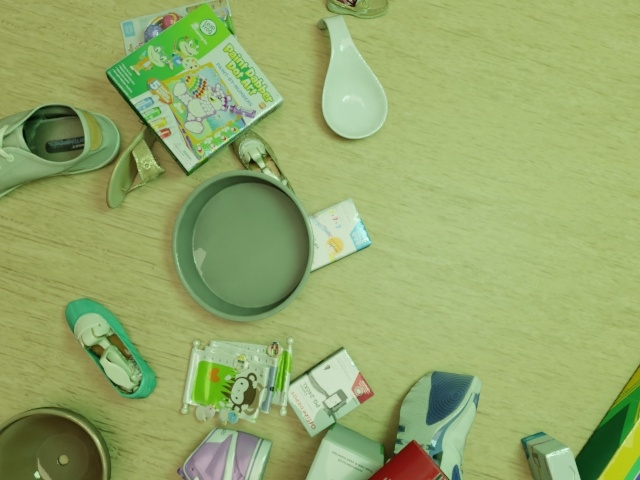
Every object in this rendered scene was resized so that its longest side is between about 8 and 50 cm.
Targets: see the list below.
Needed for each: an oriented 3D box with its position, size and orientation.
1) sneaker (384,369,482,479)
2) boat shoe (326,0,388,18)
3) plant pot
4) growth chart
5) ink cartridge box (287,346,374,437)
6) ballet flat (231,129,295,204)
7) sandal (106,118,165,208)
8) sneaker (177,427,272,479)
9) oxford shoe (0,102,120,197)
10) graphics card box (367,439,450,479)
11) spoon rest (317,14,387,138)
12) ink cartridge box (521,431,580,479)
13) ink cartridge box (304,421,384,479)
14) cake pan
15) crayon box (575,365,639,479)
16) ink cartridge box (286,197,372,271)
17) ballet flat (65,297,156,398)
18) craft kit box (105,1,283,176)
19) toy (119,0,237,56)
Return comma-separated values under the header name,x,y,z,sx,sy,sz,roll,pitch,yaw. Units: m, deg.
name,x,y,z,sx,sy,sz,roll,pitch,yaw
sneaker,0.223,0.421,1.077,0.182,0.127,0.315,54,54,-33
boat shoe,0.081,-0.510,1.201,0.135,0.045,0.050,0,84,-2
plant pot,-0.502,0.427,1.052,0.237,0.110,0.237,0,84,-1
growth chart,-0.163,0.274,1.095,0.237,0.021,0.172,-2,80,17
ink cartridge box,0.013,0.298,1.106,0.150,0.063,0.109,-33,86,-5
ballet flat,-0.115,-0.152,1.146,0.073,0.067,0.206,-37,86,-4
sandal,-0.346,-0.165,1.130,0.079,0.088,0.240,20,79,6
sneaker,-0.207,0.500,1.059,0.161,0.102,0.282,16,68,3
oxford shoe,-0.629,-0.171,1.102,0.449,0.130,0.169,-14,86,-2
graphics card box,0.158,0.504,0.896,0.233,0.094,0.371,-40,123,-5
spoon rest,0.053,-0.345,1.164,0.137,0.084,0.276,-15,84,-3
ink cartridge box,0.444,0.432,1.078,0.052,0.122,0.089,-16,85,-4
ink cartridge box,0.010,0.493,1.011,0.117,0.201,0.278,23,84,10
cake pan,-0.148,0.010,1.100,0.293,0.054,0.293,0,92,13
crayon box,0.722,0.468,1.094,0.363,0.106,0.313,38,83,2
ink cartridge box,0.000,0.000,1.137,0.181,0.061,0.104,-25,85,-4
ballet flat,-0.414,0.207,1.089,0.083,0.087,0.247,-41,87,-5
craft kit box,-0.245,-0.300,1.114,0.246,0.061,0.250,-41,94,-15
toy,-0.299,-0.433,1.175,0.237,0.056,0.137,-13,83,-3
